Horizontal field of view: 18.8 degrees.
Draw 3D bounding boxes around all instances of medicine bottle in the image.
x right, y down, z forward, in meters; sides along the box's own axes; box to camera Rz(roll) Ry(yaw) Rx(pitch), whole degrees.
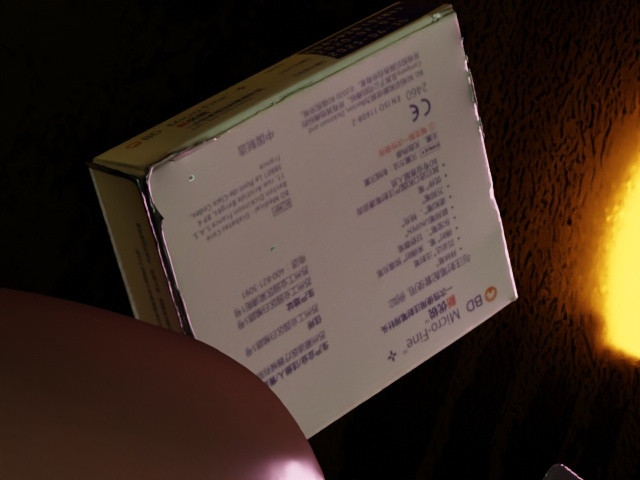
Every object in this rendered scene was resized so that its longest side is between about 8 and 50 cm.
[{"bbox_3d":[0.000,0.000,0.915,0.201,0.052,0.171,-32,119,-32],"label":"medicine bottle"}]

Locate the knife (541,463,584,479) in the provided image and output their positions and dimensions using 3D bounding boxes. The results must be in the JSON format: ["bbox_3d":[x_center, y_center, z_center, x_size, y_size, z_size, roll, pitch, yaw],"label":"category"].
[{"bbox_3d":[0.092,0.240,1.074,0.072,0.019,0.245,38,73,-35],"label":"knife"}]

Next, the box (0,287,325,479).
[{"bbox_3d":[-0.140,0.148,0.694,0.216,0.301,0.301,-3,102,-47],"label":"box"}]
